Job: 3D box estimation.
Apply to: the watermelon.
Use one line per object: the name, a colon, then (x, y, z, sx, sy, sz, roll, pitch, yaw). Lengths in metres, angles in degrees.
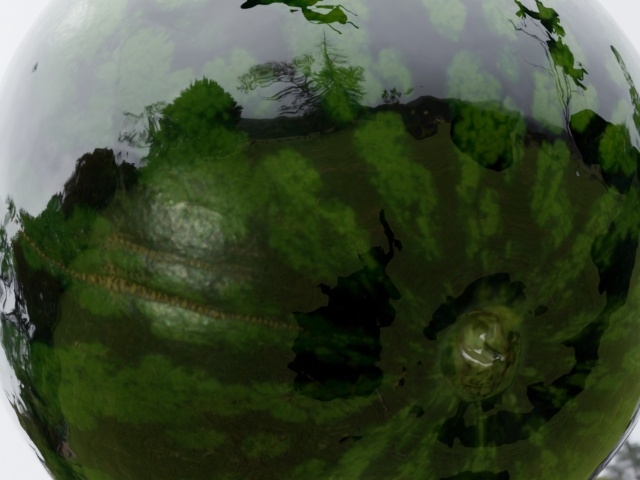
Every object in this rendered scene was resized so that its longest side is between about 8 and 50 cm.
watermelon: (0.000, 0.000, 0.519, 0.285, 0.285, 0.285, -6, -32, -4)
